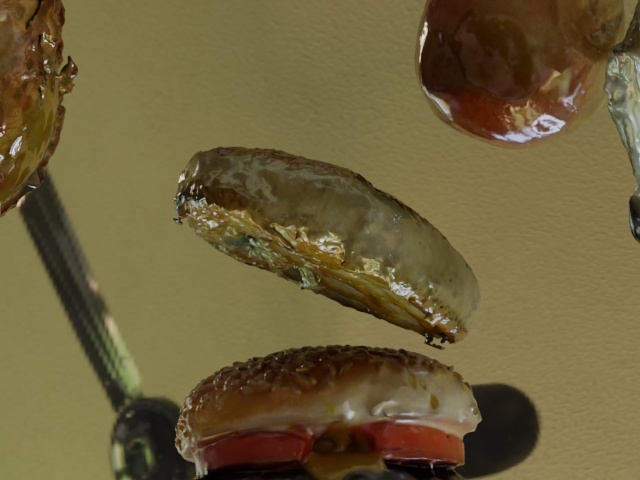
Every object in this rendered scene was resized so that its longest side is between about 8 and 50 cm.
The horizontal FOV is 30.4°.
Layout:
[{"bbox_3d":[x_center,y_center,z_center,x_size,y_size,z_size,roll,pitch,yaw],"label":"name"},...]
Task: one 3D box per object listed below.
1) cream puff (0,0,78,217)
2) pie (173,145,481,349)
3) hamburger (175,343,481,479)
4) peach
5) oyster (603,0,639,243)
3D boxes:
[{"bbox_3d":[-0.357,-0.152,0.885,0.228,0.350,0.351,-157,-105,-64],"label":"cream puff"},{"bbox_3d":[0.000,0.000,1.068,0.315,0.315,0.092,14,-104,40],"label":"pie"},{"bbox_3d":[0.006,0.244,1.228,0.330,0.330,0.250,-11,-112,40],"label":"hamburger"},{"bbox_3d":[0.201,-0.218,1.182,0.214,0.214,0.236,21,-57,39],"label":"peach"},{"bbox_3d":[0.126,-0.020,0.352,0.146,0.045,0.121,50,-34,2],"label":"oyster"}]
